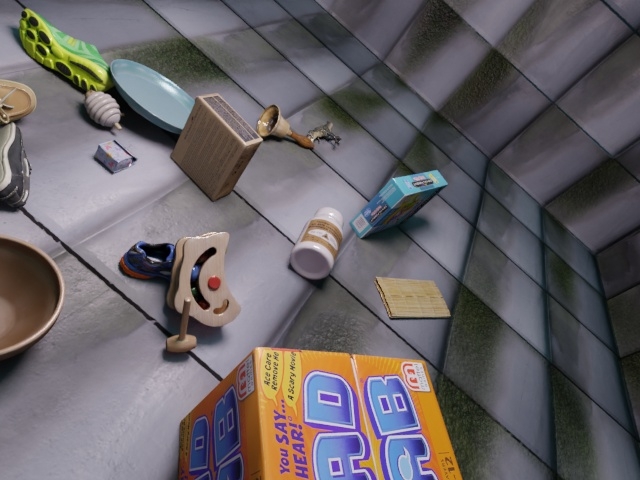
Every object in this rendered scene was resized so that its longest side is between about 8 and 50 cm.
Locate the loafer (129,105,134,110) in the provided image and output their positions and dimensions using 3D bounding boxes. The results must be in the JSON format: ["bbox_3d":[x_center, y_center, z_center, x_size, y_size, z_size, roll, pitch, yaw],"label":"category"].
[{"bbox_3d":[-0.569,-0.435,1.268,0.125,0.039,0.045,47,38,5],"label":"loafer"}]

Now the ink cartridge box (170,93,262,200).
[{"bbox_3d":[-0.300,-0.262,1.185,0.193,0.235,0.088,47,39,4],"label":"ink cartridge box"}]

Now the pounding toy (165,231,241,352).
[{"bbox_3d":[-0.241,0.112,0.915,0.154,0.154,0.270,11,85,-33],"label":"pounding toy"}]

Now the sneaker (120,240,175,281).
[{"bbox_3d":[-0.345,0.052,0.978,0.221,0.087,0.083,9,51,-35],"label":"sneaker"}]

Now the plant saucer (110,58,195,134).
[{"bbox_3d":[-0.489,-0.426,1.271,0.317,0.044,0.318,36,24,-19],"label":"plant saucer"}]

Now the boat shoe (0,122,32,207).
[{"bbox_3d":[-0.687,-0.170,0.918,0.233,0.083,0.079,63,5,33],"label":"boat shoe"}]

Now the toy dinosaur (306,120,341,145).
[{"bbox_3d":[0.033,-0.458,1.786,0.118,0.064,0.268,36,36,2],"label":"toy dinosaur"}]

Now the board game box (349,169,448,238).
[{"bbox_3d":[0.299,-0.140,1.564,0.335,0.254,0.079,-18,68,-47],"label":"board game box"}]

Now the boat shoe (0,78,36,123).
[{"bbox_3d":[-0.774,-0.295,0.901,0.089,0.105,0.285,19,31,41],"label":"boat shoe"}]

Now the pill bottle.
[{"bbox_3d":[0.000,0.000,1.282,0.131,0.131,0.229,35,39,-10],"label":"pill bottle"}]

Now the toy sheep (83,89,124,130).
[{"bbox_3d":[-0.595,-0.359,1.145,0.132,0.091,0.091,45,39,-6],"label":"toy sheep"}]

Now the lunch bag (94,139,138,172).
[{"bbox_3d":[-0.537,-0.228,1.099,0.071,0.053,0.083,43,30,-2],"label":"lunch bag"}]

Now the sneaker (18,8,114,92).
[{"bbox_3d":[-0.723,-0.534,1.196,0.295,0.109,0.124,39,25,-10],"label":"sneaker"}]

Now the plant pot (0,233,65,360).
[{"bbox_3d":[-0.580,0.111,0.708,0.237,0.110,0.238,23,43,-24],"label":"plant pot"}]

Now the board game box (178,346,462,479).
[{"bbox_3d":[-0.011,0.431,0.701,0.356,0.356,0.357,14,47,-31],"label":"board game box"}]

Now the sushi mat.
[{"bbox_3d":[0.330,0.203,1.464,0.316,0.019,0.152,8,49,-36],"label":"sushi mat"}]

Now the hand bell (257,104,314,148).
[{"bbox_3d":[-0.113,-0.412,1.608,0.241,0.126,0.126,20,43,-45],"label":"hand bell"}]
